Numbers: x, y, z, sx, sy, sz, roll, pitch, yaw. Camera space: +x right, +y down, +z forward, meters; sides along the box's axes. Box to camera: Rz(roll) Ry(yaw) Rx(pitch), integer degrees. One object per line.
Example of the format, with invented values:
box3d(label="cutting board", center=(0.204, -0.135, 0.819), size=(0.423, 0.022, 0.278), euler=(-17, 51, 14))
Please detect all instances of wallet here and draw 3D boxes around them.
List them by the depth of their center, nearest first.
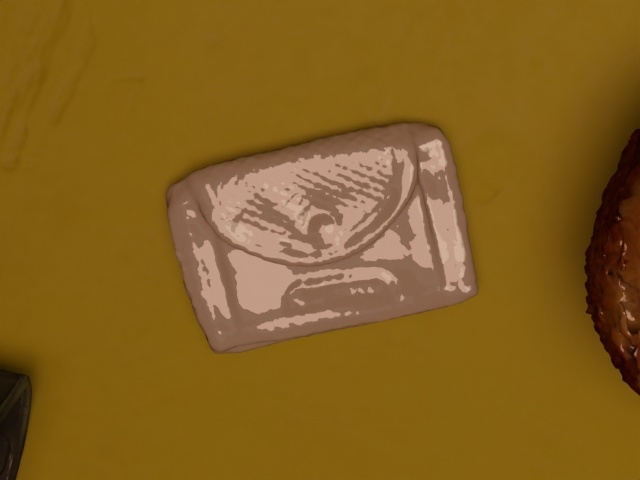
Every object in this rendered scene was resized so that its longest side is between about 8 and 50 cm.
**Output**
box3d(label="wallet", center=(0.000, 0.000, 0.905), size=(0.183, 0.032, 0.124), euler=(-12, 104, 5))

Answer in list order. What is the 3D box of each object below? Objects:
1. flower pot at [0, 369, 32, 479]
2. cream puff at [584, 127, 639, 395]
box3d(label="flower pot", center=(-0.264, 0.180, 0.926), size=(0.108, 0.103, 0.229), euler=(16, 103, 1))
box3d(label="cream puff", center=(0.269, 0.005, 0.823), size=(0.240, 0.164, 0.240), euler=(5, 106, 18))
